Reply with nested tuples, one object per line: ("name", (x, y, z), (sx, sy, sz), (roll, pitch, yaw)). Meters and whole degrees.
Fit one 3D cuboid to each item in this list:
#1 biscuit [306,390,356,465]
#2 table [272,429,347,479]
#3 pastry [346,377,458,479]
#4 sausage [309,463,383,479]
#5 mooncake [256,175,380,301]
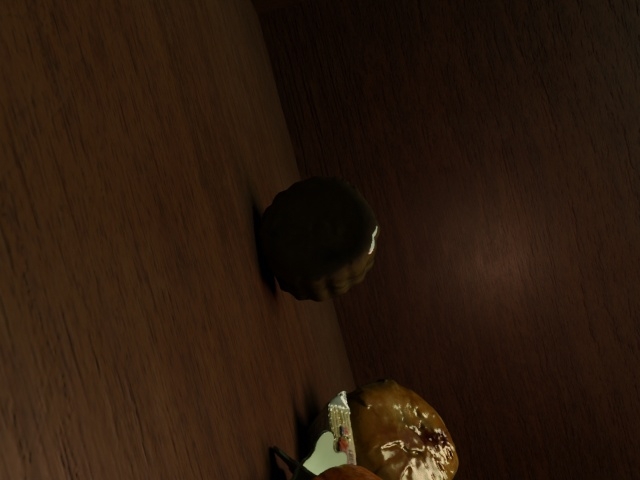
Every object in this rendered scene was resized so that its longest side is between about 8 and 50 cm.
("biscuit", (0.023, 0.527, 1.081), (0.186, 0.079, 0.309), (-60, -157, 29))
("table", (-0.002, 0.468, 0.866), (0.167, 0.166, 0.198), (-97, 163, -57))
("pastry", (0.181, 0.586, 1.299), (0.245, 0.409, 0.410), (-57, -153, 33))
("sausage", (0.099, 0.488, 0.649), (0.287, 0.233, 0.233), (9, -59, 53))
("mooncake", (0.000, 0.001, 1.257), (0.187, 0.323, 0.324), (77, 1, -60))
